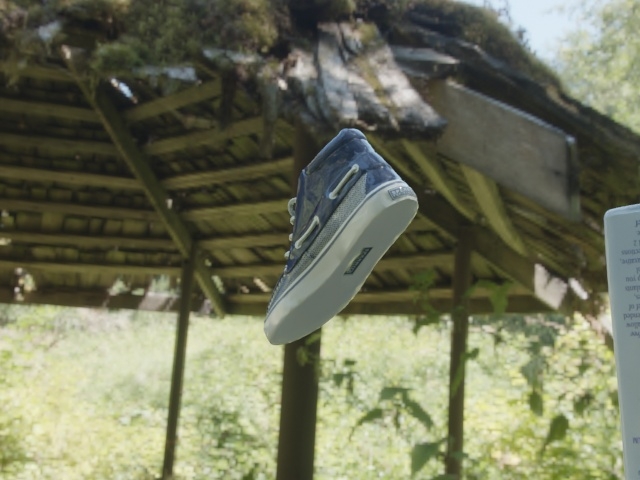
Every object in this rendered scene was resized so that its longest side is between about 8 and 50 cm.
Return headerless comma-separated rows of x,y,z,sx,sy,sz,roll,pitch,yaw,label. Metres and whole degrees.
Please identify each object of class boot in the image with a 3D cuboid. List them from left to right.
0.000,0.000,0.720,0.069,0.086,0.190,4,-46,-49,boot

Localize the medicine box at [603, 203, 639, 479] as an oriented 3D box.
0.368,0.114,0.770,0.149,0.289,0.263,-7,-6,31,medicine box
